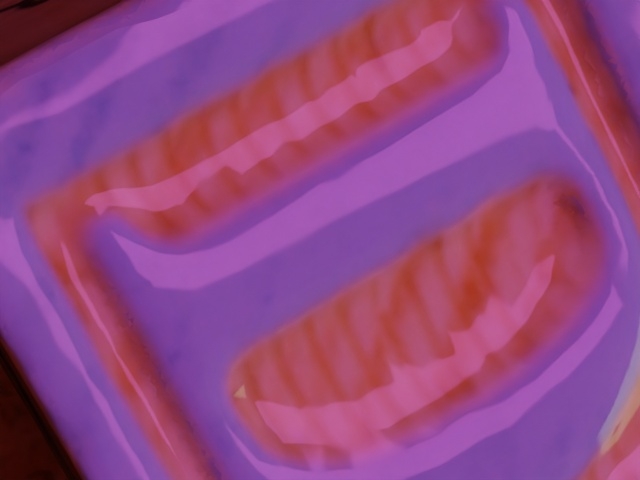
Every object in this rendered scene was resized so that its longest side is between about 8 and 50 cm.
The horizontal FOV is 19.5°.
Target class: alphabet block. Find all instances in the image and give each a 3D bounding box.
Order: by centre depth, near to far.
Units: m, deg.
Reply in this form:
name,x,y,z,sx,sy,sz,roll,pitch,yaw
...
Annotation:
name,x,y,z,sx,sy,sz,roll,pitch,yaw
alphabet block,0.000,0.000,0.521,0.192,0.197,0.193,-28,105,-11
